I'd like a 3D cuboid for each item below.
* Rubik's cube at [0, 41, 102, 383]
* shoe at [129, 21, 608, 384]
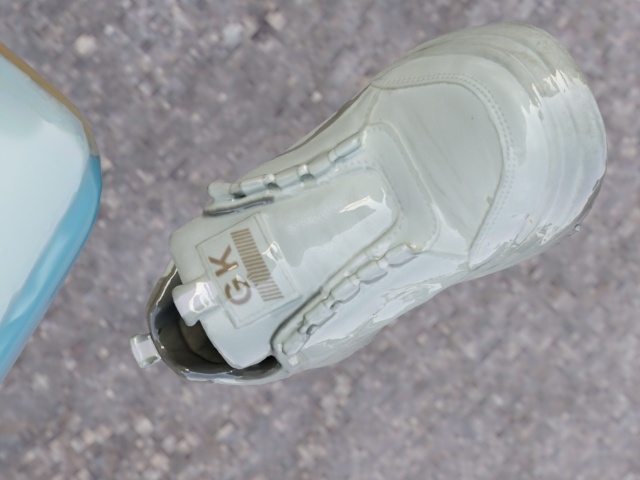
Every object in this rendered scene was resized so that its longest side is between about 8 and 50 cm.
[{"bbox_3d":[-0.310,0.035,0.642,0.351,0.347,0.352,-57,-172,-15],"label":"Rubik's cube"},{"bbox_3d":[0.000,0.000,0.953,0.159,0.124,0.316,-21,167,-36],"label":"shoe"}]
